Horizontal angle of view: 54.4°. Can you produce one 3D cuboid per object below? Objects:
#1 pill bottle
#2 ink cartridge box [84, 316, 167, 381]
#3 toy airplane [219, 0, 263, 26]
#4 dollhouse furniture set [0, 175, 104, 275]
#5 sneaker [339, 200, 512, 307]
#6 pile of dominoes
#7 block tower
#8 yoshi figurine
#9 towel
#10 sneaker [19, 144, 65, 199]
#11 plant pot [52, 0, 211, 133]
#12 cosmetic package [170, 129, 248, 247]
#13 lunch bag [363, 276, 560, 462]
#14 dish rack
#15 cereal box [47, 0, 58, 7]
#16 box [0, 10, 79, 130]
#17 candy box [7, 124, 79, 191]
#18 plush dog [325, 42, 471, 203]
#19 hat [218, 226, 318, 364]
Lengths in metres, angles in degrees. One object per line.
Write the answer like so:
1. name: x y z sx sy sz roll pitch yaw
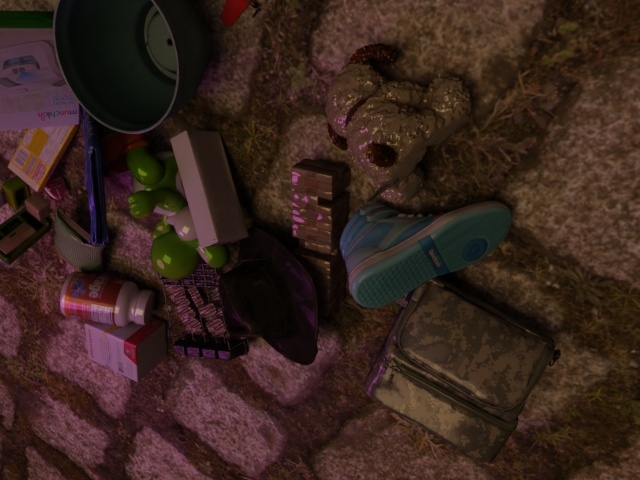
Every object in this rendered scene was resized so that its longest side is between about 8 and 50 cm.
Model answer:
1. pill bottle: -0.550 0.156 1.623 0.216 0.121 0.121 10 121 0
2. ink cartridge box: -0.525 0.270 1.687 0.176 0.127 0.128 19 122 19
3. toy airplane: -0.166 -0.484 1.170 0.151 0.028 0.151 11 118 22
4. dollhouse furniture set: -0.721 0.008 1.613 0.301 0.151 0.197 38 147 6
5. sneaker: 0.175 -0.025 1.166 0.319 0.208 0.127 -25 129 0
6. pile of dominoes: -0.283 0.165 1.573 0.196 0.040 0.251 -23 94 35
7. block tower: 0.000 0.000 1.287 0.097 0.091 0.336 15 121 22
8. yoshi figurine: -0.359 -0.059 1.378 0.362 0.203 0.203 51 127 1
9. towel: -0.514 -0.165 1.386 0.336 0.040 0.243 -127 38 -52
10. sneaker: -0.730 -0.169 1.620 0.170 0.063 0.075 51 130 0
11. plant pot: -0.337 -0.377 1.213 0.293 0.196 0.293 12 119 22
12. cosmetic package: -0.234 -0.109 1.313 0.060 0.099 0.239 -18 86 34
13. lunch bag: 0.263 0.225 1.196 0.305 0.212 0.256 29 108 12
14. dish rack: -0.291 0.160 1.512 0.208 0.074 0.272 0 105 30
15. cereal box: -0.567 -0.599 1.319 0.240 0.047 0.173 38 126 6
16. box: -0.675 -0.368 1.352 0.127 0.262 0.231 40 130 37
17. candy box: -0.687 -0.233 1.542 0.105 0.027 0.206 38 106 4
18. plush dog: 0.093 -0.210 1.088 0.225 0.210 0.262 51 131 27
19. hat: -0.140 0.135 1.330 0.331 0.134 0.331 30 128 47
